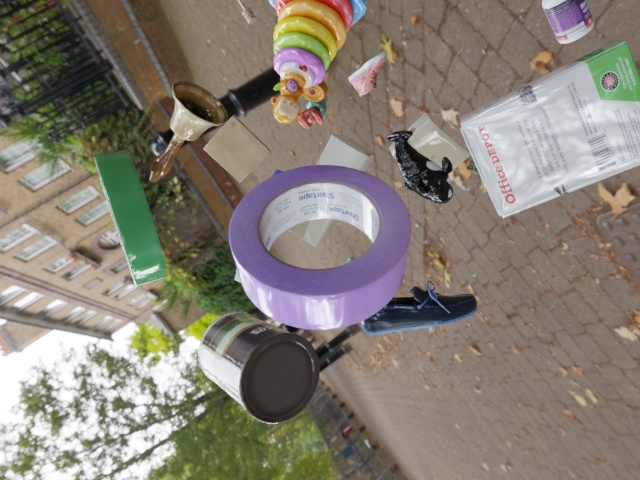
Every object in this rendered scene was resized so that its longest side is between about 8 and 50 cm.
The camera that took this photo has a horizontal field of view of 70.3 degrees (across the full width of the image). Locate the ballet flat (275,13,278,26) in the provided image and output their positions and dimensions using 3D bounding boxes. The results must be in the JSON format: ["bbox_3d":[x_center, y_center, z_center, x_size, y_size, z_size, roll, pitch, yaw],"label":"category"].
[{"bbox_3d":[-0.079,-0.582,1.338,0.095,0.096,0.280,23,-151,-55],"label":"ballet flat"}]

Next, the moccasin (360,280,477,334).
[{"bbox_3d":[0.282,0.188,1.315,0.138,0.342,0.116,-160,59,-87],"label":"moccasin"}]

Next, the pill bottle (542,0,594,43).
[{"bbox_3d":[0.755,-0.722,1.403,0.193,0.108,0.108,48,173,-25],"label":"pill bottle"}]

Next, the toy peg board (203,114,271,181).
[{"bbox_3d":[-0.262,-0.307,1.485,0.161,0.161,0.079,43,-150,-16],"label":"toy peg board"}]

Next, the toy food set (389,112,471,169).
[{"bbox_3d":[0.480,-0.388,1.974,0.306,0.220,0.092,29,-144,-29],"label":"toy food set"}]

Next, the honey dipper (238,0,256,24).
[{"bbox_3d":[-0.243,-0.712,1.339,0.160,0.030,0.030,56,169,1],"label":"honey dipper"}]

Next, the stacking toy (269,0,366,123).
[{"bbox_3d":[-0.037,-0.368,0.897,0.175,0.301,0.166,22,165,-27],"label":"stacking toy"}]

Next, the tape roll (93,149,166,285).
[{"bbox_3d":[-0.459,-0.052,1.099,0.321,0.077,0.321,47,147,44],"label":"tape roll"}]

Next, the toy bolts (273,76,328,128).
[{"bbox_3d":[-0.029,-0.572,1.751,0.218,0.158,0.228,-1,143,35],"label":"toy bolts"}]

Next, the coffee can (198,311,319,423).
[{"bbox_3d":[-0.160,0.299,1.120,0.275,0.201,0.201,5,130,56],"label":"coffee can"}]

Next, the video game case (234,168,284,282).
[{"bbox_3d":[-0.169,-0.038,1.366,0.061,0.269,0.244,20,139,1],"label":"video game case"}]

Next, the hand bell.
[{"bbox_3d":[-0.321,-0.215,1.001,0.126,0.242,0.126,31,-147,-24],"label":"hand bell"}]

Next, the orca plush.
[{"bbox_3d":[0.296,-0.186,1.286,0.102,0.151,0.287,-84,-29,-43],"label":"orca plush"}]

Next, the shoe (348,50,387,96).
[{"bbox_3d":[0.169,-0.541,1.487,0.081,0.063,0.178,57,147,-9],"label":"shoe"}]

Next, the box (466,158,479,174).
[{"bbox_3d":[0.619,-0.332,1.674,0.045,0.190,0.184,32,-166,1],"label":"box"}]

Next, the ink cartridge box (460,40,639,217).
[{"bbox_3d":[0.438,-0.202,0.861,0.211,0.289,0.121,62,-157,-12],"label":"ink cartridge box"}]

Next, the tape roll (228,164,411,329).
[{"bbox_3d":[0.000,0.000,0.718,0.275,0.275,0.090,47,155,36],"label":"tape roll"}]

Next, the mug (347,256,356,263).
[{"bbox_3d":[0.104,0.153,1.580,0.129,0.158,0.097,40,161,10],"label":"mug"}]

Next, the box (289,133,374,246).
[{"bbox_3d":[0.028,-0.152,1.358,0.121,0.311,0.148,32,-162,7],"label":"box"}]
